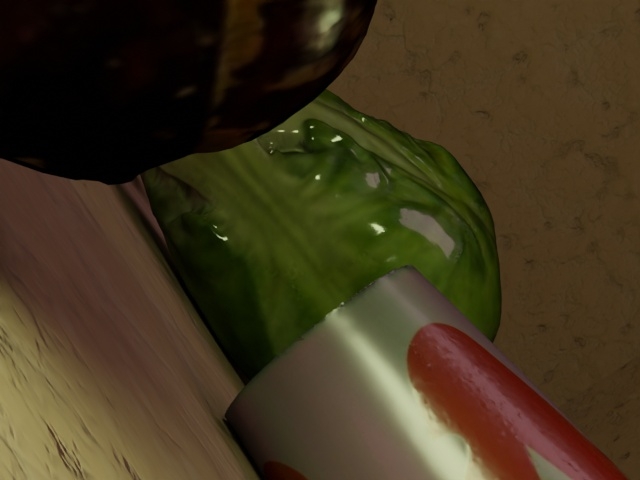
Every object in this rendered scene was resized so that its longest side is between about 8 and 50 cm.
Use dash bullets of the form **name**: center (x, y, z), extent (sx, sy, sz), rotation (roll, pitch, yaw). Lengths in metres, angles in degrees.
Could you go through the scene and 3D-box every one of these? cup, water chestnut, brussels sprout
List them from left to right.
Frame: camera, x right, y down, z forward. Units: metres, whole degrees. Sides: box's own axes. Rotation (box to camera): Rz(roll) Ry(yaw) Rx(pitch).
- **water chestnut**: center (-0.058, -0.169, 0.534), extent (0.300, 0.300, 0.300), rotation (57, -1, 1)
- **brussels sprout**: center (0.000, 0.000, 1.201), extent (0.271, 0.210, 0.219), rotation (46, 23, -8)
- **cup**: center (0.088, 0.164, 0.900), extent (0.288, 0.203, 0.203), rotation (51, -2, 11)
